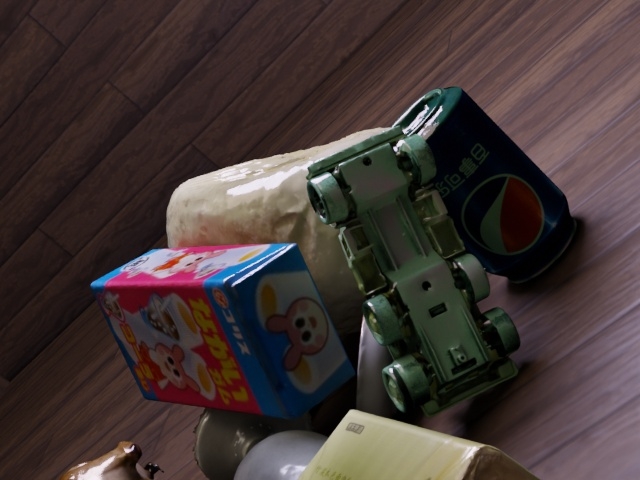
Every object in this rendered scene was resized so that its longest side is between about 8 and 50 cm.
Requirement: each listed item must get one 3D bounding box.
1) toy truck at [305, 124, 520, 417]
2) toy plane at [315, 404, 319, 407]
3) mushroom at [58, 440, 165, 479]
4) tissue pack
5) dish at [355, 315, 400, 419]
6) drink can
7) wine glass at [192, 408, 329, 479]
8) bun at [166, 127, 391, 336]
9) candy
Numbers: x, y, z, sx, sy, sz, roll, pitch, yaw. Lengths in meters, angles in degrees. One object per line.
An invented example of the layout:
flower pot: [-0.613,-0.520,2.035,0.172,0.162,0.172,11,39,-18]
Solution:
toy truck: [0.074,0.032,1.193,0.128,0.260,0.135,-25,1,-14]
toy plane: [-0.034,0.196,1.508,0.037,0.060,0.145,-35,35,42]
mushroom: [-0.236,0.372,1.199,0.345,0.259,0.345,-35,-25,-20]
tissue pack: [0.089,0.219,0.895,0.125,0.159,0.234,-53,15,-14]
dish: [0.081,0.138,1.301,0.141,0.078,0.141,3,-90,-84]
drink can: [0.162,-0.055,1.277,0.118,0.205,0.118,-43,16,16]
wine glass: [-0.033,0.238,1.242,0.143,0.143,0.321,-50,15,-5]
bun: [0.000,0.000,1.472,0.348,0.227,0.352,-15,5,-17]
candy: [-0.111,0.091,1.314,0.100,0.157,0.305,-31,15,-31]
